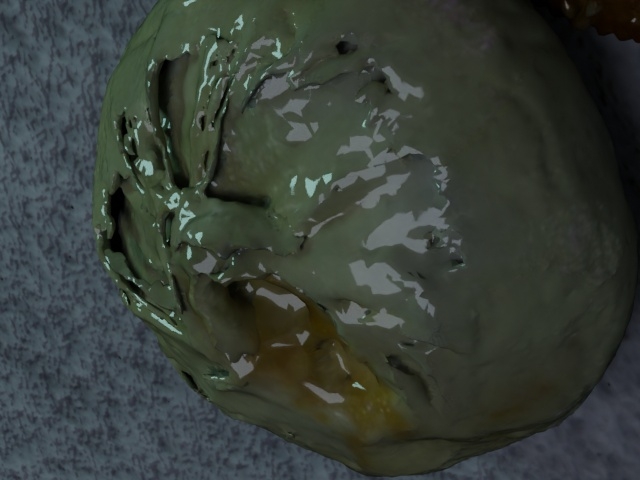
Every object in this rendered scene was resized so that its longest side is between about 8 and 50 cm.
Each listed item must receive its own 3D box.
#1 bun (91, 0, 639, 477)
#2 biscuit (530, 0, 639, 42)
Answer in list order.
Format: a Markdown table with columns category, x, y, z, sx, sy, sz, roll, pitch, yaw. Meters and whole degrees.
| category | x | y | z | sx | sy | sz | roll | pitch | yaw |
| --- | --- | --- | --- | --- | --- | --- | --- | --- | --- |
| bun | 0.000 | 0.000 | 0.683 | 0.287 | 0.146 | 0.287 | 27 | 138 | 27 |
| biscuit | 0.120 | -0.204 | 0.535 | 0.305 | 0.038 | 0.305 | 20 | 129 | 28 |
